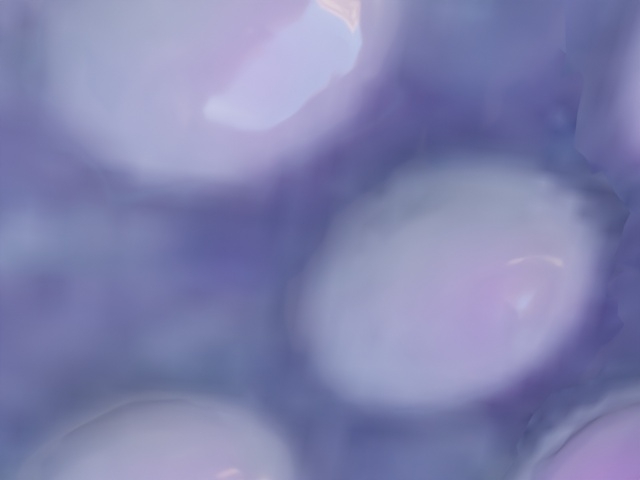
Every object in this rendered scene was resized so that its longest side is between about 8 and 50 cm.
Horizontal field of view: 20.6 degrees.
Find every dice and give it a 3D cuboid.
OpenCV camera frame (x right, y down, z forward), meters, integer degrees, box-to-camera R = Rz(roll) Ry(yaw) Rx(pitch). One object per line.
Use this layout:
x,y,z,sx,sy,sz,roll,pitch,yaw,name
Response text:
-0.004,-0.060,0.478,0.270,0.270,0.271,1,122,-18,dice
